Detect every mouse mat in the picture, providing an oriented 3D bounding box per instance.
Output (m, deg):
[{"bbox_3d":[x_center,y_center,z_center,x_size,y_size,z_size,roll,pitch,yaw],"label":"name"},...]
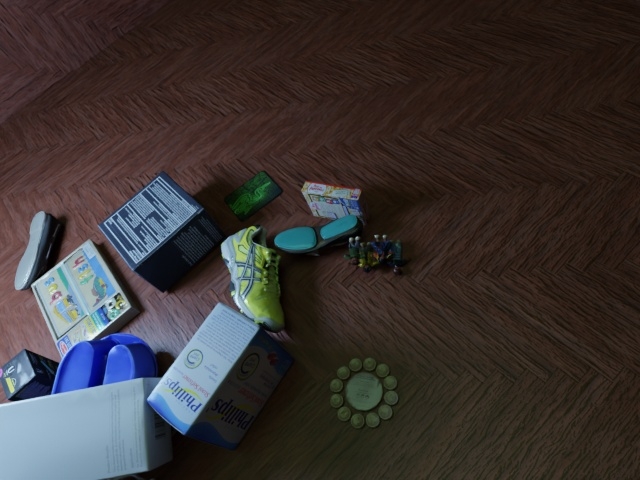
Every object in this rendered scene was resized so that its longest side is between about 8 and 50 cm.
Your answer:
[{"bbox_3d":[-0.248,-0.164,1.657,0.190,0.007,0.152,-39,56,-7],"label":"mouse mat"}]

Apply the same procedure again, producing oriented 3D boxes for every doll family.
[{"bbox_3d":[0.169,0.048,1.347,0.193,0.076,0.111,-7,52,10],"label":"doll family"}]

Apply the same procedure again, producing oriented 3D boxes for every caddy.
[{"bbox_3d":[-0.606,0.434,1.291,0.242,0.179,0.341,5,74,4],"label":"caddy"}]

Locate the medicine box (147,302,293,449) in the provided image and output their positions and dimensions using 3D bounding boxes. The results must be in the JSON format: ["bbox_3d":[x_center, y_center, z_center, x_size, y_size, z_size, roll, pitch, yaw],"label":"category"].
[{"bbox_3d":[-0.241,0.355,1.169,0.149,0.263,0.289,24,69,29],"label":"medicine box"}]

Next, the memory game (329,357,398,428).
[{"bbox_3d":[0.112,0.394,1.183,0.186,0.012,0.186,-9,56,14],"label":"memory game"}]

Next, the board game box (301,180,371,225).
[{"bbox_3d":[0.052,-0.117,1.443,0.194,0.146,0.045,12,64,24],"label":"board game box"}]

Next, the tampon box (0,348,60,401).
[{"bbox_3d":[-0.872,0.429,1.393,0.101,0.161,0.120,-43,56,-11],"label":"tampon box"}]

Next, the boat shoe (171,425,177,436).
[{"bbox_3d":[-0.362,0.407,1.277,0.098,0.109,0.302,31,78,26],"label":"boat shoe"}]

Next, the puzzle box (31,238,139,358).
[{"bbox_3d":[-0.835,0.203,1.590,0.272,0.052,0.409,-42,56,-10],"label":"puzzle box"}]

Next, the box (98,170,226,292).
[{"bbox_3d":[-0.543,-0.033,1.563,0.294,0.182,0.296,-43,54,-12],"label":"box"}]

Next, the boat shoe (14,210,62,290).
[{"bbox_3d":[-1.076,0.044,1.752,0.112,0.095,0.335,-18,58,26],"label":"boat shoe"}]

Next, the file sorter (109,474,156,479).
[{"bbox_3d":[-0.478,0.718,1.051,0.193,0.173,0.277,-19,53,-13],"label":"file sorter"}]

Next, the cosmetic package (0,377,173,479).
[{"bbox_3d":[-0.579,0.474,1.107,0.385,0.156,0.217,-9,73,2],"label":"cosmetic package"}]

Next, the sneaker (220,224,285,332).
[{"bbox_3d":[-0.188,0.101,1.369,0.147,0.145,0.384,-39,55,14],"label":"sneaker"}]

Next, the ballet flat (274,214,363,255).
[{"bbox_3d":[0.000,0.000,1.416,0.281,0.096,0.095,-13,54,11],"label":"ballet flat"}]
